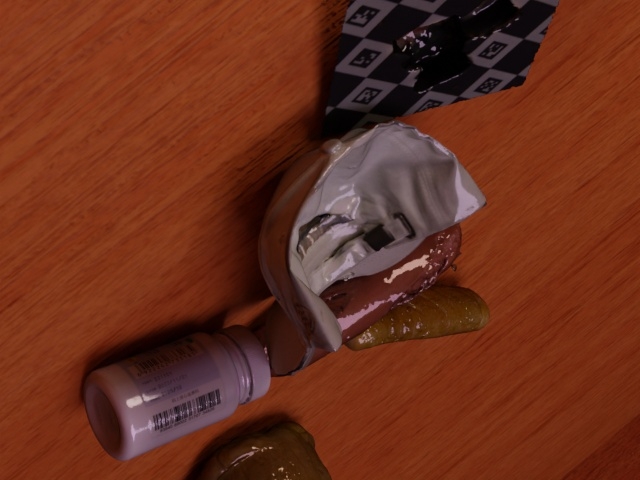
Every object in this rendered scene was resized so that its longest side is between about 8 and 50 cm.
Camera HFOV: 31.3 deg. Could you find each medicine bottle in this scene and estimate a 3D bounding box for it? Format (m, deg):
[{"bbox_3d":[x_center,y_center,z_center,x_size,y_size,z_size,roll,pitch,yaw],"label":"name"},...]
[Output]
[{"bbox_3d":[-0.155,0.161,1.248,0.187,0.103,0.102,-19,145,-33],"label":"medicine bottle"}]

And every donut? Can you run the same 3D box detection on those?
[{"bbox_3d":[-0.089,0.369,1.599,0.209,0.128,0.261,-13,143,-41],"label":"donut"}]

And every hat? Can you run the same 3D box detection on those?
[{"bbox_3d":[0.006,0.003,1.214,0.258,0.168,0.301,-41,180,-31],"label":"hat"}]

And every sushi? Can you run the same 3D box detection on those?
[{"bbox_3d":[0.111,-0.203,1.094,0.231,0.047,0.219,-16,156,-14],"label":"sushi"}]

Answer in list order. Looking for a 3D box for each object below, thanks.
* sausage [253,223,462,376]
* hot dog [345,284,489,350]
[{"bbox_3d":[0.044,0.071,1.385,0.327,0.079,0.087,-32,-168,-16],"label":"sausage"},{"bbox_3d":[0.127,0.100,1.525,0.286,0.088,0.061,-9,134,-48],"label":"hot dog"}]
